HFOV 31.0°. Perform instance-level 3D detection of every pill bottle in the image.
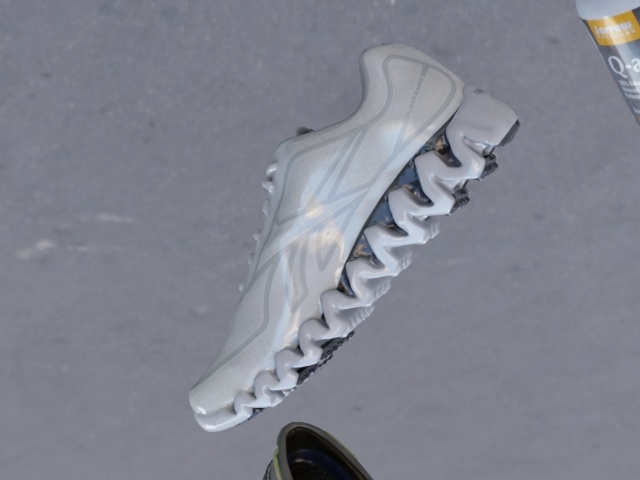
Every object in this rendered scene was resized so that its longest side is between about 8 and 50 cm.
[{"bbox_3d":[0.397,-0.258,1.348,0.162,0.162,0.278,-22,114,33],"label":"pill bottle"}]

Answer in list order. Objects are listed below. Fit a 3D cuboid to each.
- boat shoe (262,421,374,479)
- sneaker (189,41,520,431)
[{"bbox_3d":[0.038,0.299,1.105,0.109,0.305,0.091,-20,134,-23],"label":"boat shoe"},{"bbox_3d":[0.000,0.000,0.766,0.292,0.118,0.110,-51,175,8],"label":"sneaker"}]
